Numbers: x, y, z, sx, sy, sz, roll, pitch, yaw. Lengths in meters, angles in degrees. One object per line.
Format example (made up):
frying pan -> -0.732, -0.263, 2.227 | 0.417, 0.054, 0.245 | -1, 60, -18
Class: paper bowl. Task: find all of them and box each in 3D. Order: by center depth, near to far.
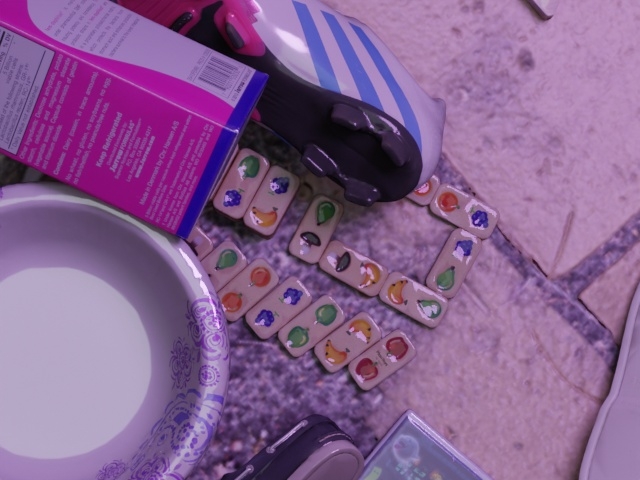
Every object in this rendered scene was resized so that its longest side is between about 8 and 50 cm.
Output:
paper bowl -> -0.214, 0.098, 1.509 | 0.284, 0.148, 0.284 | 0, 87, -2

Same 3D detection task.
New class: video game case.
video game case -> 0.091, 0.267, 1.569 | 0.190, 0.022, 0.173 | 40, 86, 1

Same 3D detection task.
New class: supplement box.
supplement box -> -0.170, -0.112, 1.449 | 0.220, 0.111, 0.114 | 27, 120, -2

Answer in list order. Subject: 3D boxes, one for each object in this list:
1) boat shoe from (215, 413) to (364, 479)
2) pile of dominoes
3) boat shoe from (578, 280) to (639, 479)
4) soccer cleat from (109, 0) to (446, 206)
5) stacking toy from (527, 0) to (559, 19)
boat shoe -> -0.059, 0.222, 1.560 | 0.206, 0.075, 0.065 | -37, 45, 2
pile of dominoes -> 0.000, 0.000, 1.575 | 0.251, 0.040, 0.196 | 28, 86, 1
boat shoe -> 0.319, 0.104, 1.567 | 0.099, 0.116, 0.319 | 35, 76, -42
soccer cleat -> -0.037, -0.159, 1.544 | 0.331, 0.143, 0.116 | 39, 126, -5
stacking toy -> 0.187, -0.366, 1.559 | 0.309, 0.130, 0.279 | 39, 86, 1
